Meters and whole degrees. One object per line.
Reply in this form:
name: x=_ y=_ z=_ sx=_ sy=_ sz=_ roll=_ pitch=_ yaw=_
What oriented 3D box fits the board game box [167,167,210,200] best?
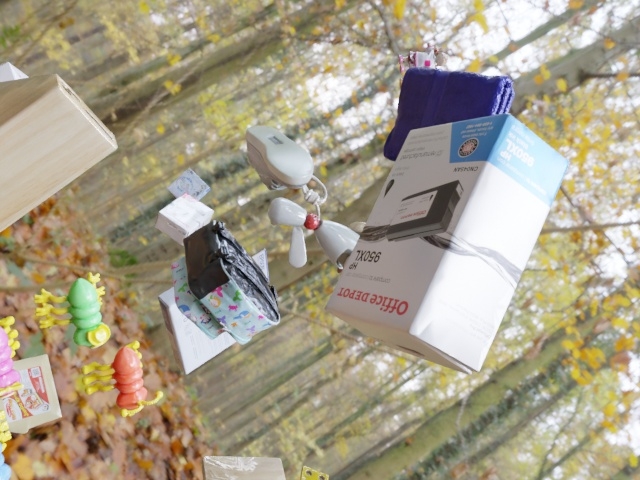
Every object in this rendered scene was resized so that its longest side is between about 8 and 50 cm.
board game box: x=-0.384 y=-0.151 z=2.019 sx=0.090 sy=0.090 sz=0.020 roll=44 pitch=-10 yaw=12

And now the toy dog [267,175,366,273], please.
toy dog: x=0.000 y=0.000 z=1.910 sx=0.333 sy=0.220 sz=0.161 roll=42 pitch=-45 yaw=-1

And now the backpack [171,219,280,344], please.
backpack: x=-0.209 y=0.112 z=1.570 sx=0.253 sy=0.191 sz=0.225 roll=44 pitch=15 yaw=-37

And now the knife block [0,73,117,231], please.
knife block: x=-0.362 y=-0.036 z=0.671 sx=0.275 sy=0.242 sz=0.088 roll=1 pitch=-33 yaw=31

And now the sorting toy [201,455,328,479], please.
sorting toy: x=-0.107 y=0.401 z=1.061 sx=0.046 sy=0.274 sz=0.132 roll=-62 pitch=-149 yaw=32

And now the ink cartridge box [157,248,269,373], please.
ink cartridge box: x=-0.297 y=0.196 z=2.023 sx=0.071 sy=0.330 sz=0.324 roll=38 pitch=-34 yaw=31

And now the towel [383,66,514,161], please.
towel: x=0.282 y=-0.264 z=1.542 sx=0.308 sy=0.076 sz=0.228 roll=24 pitch=-78 yaw=53

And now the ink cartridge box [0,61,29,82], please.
ink cartridge box: x=-0.618 y=-0.215 z=1.399 sx=0.233 sy=0.168 sz=0.171 roll=56 pitch=10 yaw=-80

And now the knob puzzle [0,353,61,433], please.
knob puzzle: x=-0.785 y=0.402 z=1.779 sx=0.213 sy=0.213 sz=0.030 roll=58 pitch=-31 yaw=2

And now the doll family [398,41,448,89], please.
doll family: x=0.306 y=-0.407 z=1.922 sx=0.118 sy=0.163 sz=0.263 roll=82 pitch=3 yaw=-76

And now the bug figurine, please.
bug figurine: x=-0.318 y=0.166 z=0.821 sx=0.072 sy=0.279 sz=0.216 roll=10 pitch=-63 yaw=40

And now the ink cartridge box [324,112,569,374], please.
ink cartridge box: x=0.210 y=0.000 z=1.210 sx=0.166 sy=0.395 sz=0.285 roll=31 pitch=-12 yaw=-25

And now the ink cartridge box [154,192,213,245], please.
ink cartridge box: x=-0.366 y=-0.058 z=1.860 sx=0.099 sy=0.135 sz=0.056 roll=33 pitch=-55 yaw=5

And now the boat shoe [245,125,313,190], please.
boat shoe: x=-0.075 y=-0.133 z=1.236 sx=0.227 sy=0.079 sz=0.081 roll=-131 pitch=-142 yaw=-52
